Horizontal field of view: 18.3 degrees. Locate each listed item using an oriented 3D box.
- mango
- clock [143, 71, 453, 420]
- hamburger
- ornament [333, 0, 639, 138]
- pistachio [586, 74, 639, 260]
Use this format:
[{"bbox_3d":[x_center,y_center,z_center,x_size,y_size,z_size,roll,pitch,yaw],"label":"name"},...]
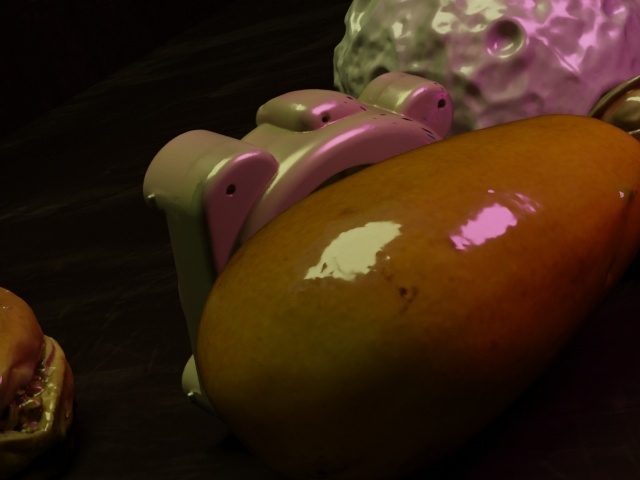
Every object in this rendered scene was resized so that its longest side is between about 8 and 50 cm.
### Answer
[{"bbox_3d":[0.096,0.033,1.614,0.446,0.232,0.300,-34,1,-30],"label":"mango"},{"bbox_3d":[0.000,0.000,1.797,0.309,0.284,0.114,-29,32,-33],"label":"clock"},{"bbox_3d":[-0.393,0.178,1.967,0.304,0.174,0.284,-30,27,-4],"label":"hamburger"},{"bbox_3d":[0.190,-0.159,2.004,0.337,0.337,0.337,-20,15,6],"label":"ornament"},{"bbox_3d":[0.287,-0.064,1.809,0.144,0.215,0.144,0,55,0],"label":"pistachio"}]
